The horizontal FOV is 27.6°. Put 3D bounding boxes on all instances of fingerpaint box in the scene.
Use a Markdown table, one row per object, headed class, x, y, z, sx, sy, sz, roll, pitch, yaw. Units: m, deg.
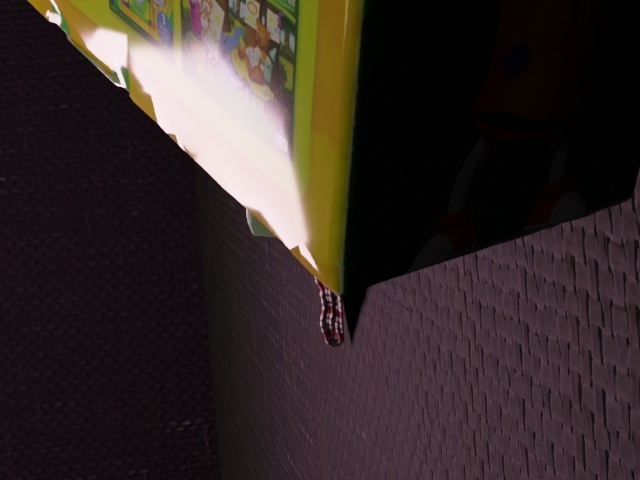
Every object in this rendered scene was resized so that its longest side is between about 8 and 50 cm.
| class | x | y | z | sx | sy | sz | roll | pitch | yaw |
| --- | --- | --- | --- | --- | --- | --- | --- | --- | --- |
| fingerpaint box | -0.035 | -0.257 | 0.560 | 0.445 | 0.163 | 0.371 | 41 | 138 | 44 |

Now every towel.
| class | x | y | z | sx | sy | sz | roll | pitch | yaw |
| --- | --- | --- | --- | --- | --- | --- | --- | --- | --- |
| towel | 0.000 | 0.000 | 1.244 | 0.197 | 0.029 | 0.144 | 85 | 179 | -62 |

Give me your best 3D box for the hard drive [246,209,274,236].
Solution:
| class | x | y | z | sx | sy | sz | roll | pitch | yaw |
| --- | --- | --- | --- | --- | --- | --- | --- | --- | --- |
| hard drive | -0.011 | -0.160 | 0.976 | 0.307 | 0.040 | 0.203 | -73 | -14 | -62 |
